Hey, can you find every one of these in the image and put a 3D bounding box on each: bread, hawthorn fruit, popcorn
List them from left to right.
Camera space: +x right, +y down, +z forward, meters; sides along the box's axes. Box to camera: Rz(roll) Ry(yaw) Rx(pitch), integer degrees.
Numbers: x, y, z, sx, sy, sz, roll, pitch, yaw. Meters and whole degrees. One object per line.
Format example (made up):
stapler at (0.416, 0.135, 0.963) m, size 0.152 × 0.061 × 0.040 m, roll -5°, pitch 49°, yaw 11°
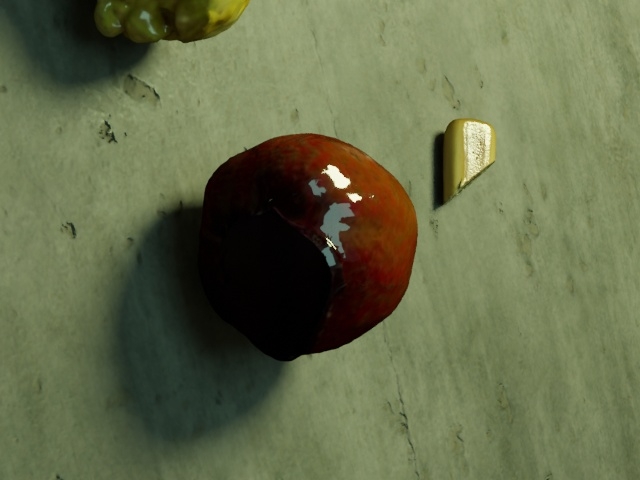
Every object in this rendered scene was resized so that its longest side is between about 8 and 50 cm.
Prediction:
popcorn at (-0.129, -0.304, 1.497) m, size 0.190 × 0.191 × 0.253 m, roll 31°, pitch 50°, yaw -1°
hawthorn fruit at (0.000, 0.000, 1.548) m, size 0.250 × 0.215 × 0.215 m, roll -4°, pitch 83°, yaw -47°
bread at (0.173, -0.089, 1.871) m, size 0.062 × 0.049 × 0.103 m, roll 7°, pitch 75°, yaw -18°
